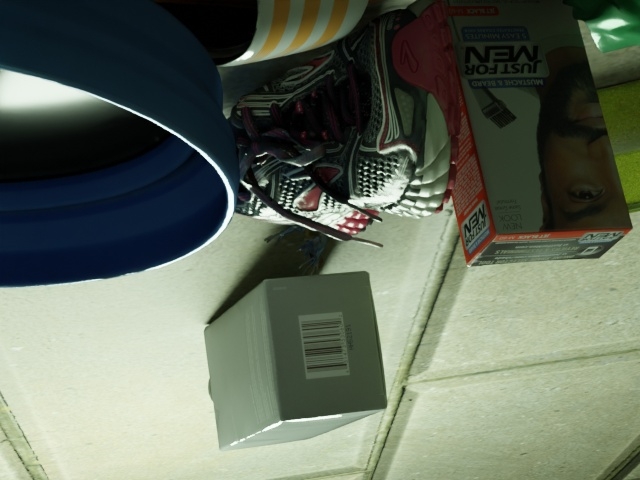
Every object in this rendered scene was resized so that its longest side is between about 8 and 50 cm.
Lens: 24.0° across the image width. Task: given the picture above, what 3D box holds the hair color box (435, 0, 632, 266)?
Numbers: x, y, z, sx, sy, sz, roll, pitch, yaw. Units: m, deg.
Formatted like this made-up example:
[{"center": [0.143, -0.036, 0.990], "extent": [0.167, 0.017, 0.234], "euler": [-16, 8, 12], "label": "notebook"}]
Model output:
[{"center": [0.124, -0.071, 0.931], "extent": [0.093, 0.167, 0.053], "euler": [-3, 158, -19], "label": "hair color box"}]

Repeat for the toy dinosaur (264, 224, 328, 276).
[{"center": [0.000, 0.000, 1.242], "extent": [0.090, 0.047, 0.082], "euler": [-28, 173, 16], "label": "toy dinosaur"}]

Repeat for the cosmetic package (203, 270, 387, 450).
[{"center": [-0.029, 0.113, 1.351], "extent": [0.107, 0.127, 0.238], "euler": [-5, 170, -16], "label": "cosmetic package"}]

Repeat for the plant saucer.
[{"center": [0.194, -0.054, 1.181], "extent": [0.188, 0.045, 0.188], "euler": [-13, 159, 6], "label": "plant saucer"}]

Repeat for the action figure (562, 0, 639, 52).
[{"center": [0.177, -0.168, 0.853], "extent": [0.137, 0.063, 0.232], "euler": [-20, 161, 29], "label": "action figure"}]

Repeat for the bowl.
[{"center": [-0.239, -0.062, 0.829], "extent": [0.391, 0.077, 0.391], "euler": [1, 162, 0], "label": "bowl"}]

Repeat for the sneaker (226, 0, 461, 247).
[{"center": [0.004, -0.061, 0.936], "extent": [0.112, 0.120, 0.299], "euler": [3, 165, -18], "label": "sneaker"}]

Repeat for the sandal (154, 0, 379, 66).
[{"center": [-0.062, -0.131, 0.818], "extent": [0.265, 0.076, 0.102], "euler": [-2, 158, -22], "label": "sandal"}]
